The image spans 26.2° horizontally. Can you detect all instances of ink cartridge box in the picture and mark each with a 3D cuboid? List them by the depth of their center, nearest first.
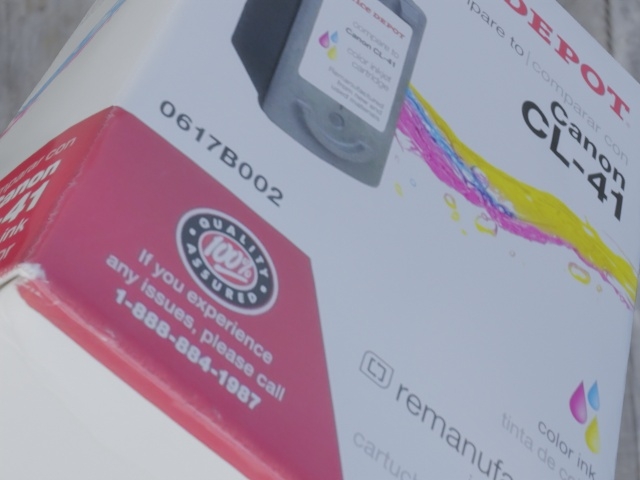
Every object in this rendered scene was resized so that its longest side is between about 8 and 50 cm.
[{"bbox_3d":[0.000,0.000,0.509,0.226,0.131,0.306,40,43,-19],"label":"ink cartridge box"}]
